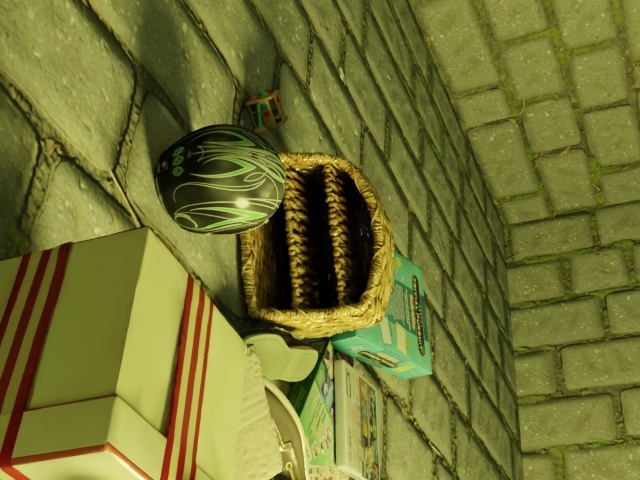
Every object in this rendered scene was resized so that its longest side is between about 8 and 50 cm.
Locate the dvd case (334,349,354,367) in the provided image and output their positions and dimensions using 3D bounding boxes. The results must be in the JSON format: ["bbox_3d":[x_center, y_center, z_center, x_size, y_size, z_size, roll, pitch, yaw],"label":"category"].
[{"bbox_3d":[0.041,0.258,1.777,0.119,0.013,0.087,-78,149,-49],"label":"dvd case"}]

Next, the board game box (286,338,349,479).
[{"bbox_3d":[-0.003,0.350,1.563,0.317,0.046,0.213,-63,139,-60],"label":"board game box"}]

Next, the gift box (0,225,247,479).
[{"bbox_3d":[-0.202,0.177,0.833,0.276,0.255,0.258,53,30,-43],"label":"gift box"}]

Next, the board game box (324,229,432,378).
[{"bbox_3d":[0.119,0.133,1.882,0.336,0.079,0.253,32,48,-51],"label":"board game box"}]

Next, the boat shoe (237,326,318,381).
[{"bbox_3d":[-0.087,0.176,1.407,0.081,0.069,0.228,-59,150,2],"label":"boat shoe"}]

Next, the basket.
[{"bbox_3d":[0.000,0.000,1.515,0.223,0.214,0.299,37,45,-62],"label":"basket"}]

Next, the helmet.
[{"bbox_3d":[-0.135,-0.088,1.276,0.169,0.162,0.169,-11,90,-70],"label":"helmet"}]

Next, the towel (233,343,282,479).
[{"bbox_3d":[-0.159,0.255,1.103,0.282,0.049,0.187,-18,98,-51],"label":"towel"}]

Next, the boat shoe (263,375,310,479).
[{"bbox_3d":[-0.079,0.338,1.276,0.096,0.117,0.324,-66,145,-61],"label":"boat shoe"}]

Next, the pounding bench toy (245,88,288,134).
[{"bbox_3d":[-0.103,-0.232,1.598,0.083,0.052,0.065,-59,134,-61],"label":"pounding bench toy"}]

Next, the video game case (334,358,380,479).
[{"bbox_3d":[0.069,0.346,1.662,0.183,0.023,0.201,48,35,-54],"label":"video game case"}]
